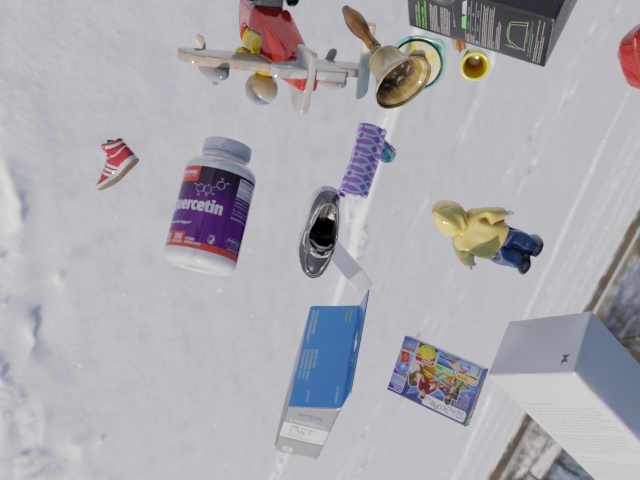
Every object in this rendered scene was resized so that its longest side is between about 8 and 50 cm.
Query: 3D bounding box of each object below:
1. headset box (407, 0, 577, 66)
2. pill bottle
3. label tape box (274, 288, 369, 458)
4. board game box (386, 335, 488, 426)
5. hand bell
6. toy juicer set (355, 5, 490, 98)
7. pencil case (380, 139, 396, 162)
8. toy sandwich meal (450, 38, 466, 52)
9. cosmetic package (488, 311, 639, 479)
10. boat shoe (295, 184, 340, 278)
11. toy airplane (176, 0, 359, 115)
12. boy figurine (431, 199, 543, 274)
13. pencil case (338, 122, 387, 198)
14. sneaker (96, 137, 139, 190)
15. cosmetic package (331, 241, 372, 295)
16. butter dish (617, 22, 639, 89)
[{"bbox_3d":[0.312,-0.475,1.219,0.246,0.283,0.131,-60,160,-15],"label":"headset box"},{"bbox_3d":[-0.265,-0.085,1.715,0.181,0.181,0.323,47,52,-70],"label":"pill bottle"},{"bbox_3d":[-0.002,0.269,1.430,0.334,0.105,0.241,106,-2,-51],"label":"label tape box"},{"bbox_3d":[0.263,0.315,1.574,0.035,0.201,0.136,11,98,-59],"label":"board game box"},{"bbox_3d":[0.105,-0.392,1.398,0.126,0.242,0.126,-24,152,-14],"label":"hand bell"},{"bbox_3d":[0.212,-0.442,1.595,0.089,0.328,0.209,-75,151,-55],"label":"toy juicer set"},{"bbox_3d":[0.194,-0.315,2.281,0.151,0.070,0.065,35,51,-53],"label":"pencil case"},{"bbox_3d":[0.330,-0.497,1.681,0.085,0.029,0.086,-13,90,-79],"label":"toy sandwich meal"},{"bbox_3d":[0.621,0.369,1.573,0.230,0.453,0.161,-17,-145,52],"label":"cosmetic package"},{"bbox_3d":[0.000,0.000,1.910,0.102,0.108,0.301,-97,-161,-54],"label":"boat shoe"},{"bbox_3d":[-0.105,-0.430,1.703,0.272,0.386,0.384,-61,178,42],"label":"toy airplane"},{"bbox_3d":[0.385,-0.009,1.676,0.092,0.285,0.177,-90,-156,-64],"label":"boy figurine"},{"bbox_3d":[0.108,-0.212,1.835,0.086,0.088,0.206,21,85,-45],"label":"pencil case"},{"bbox_3d":[-0.401,-0.148,1.325,0.118,0.067,0.042,-34,-179,29],"label":"sneaker"},{"bbox_3d":[0.069,0.063,2.208,0.060,0.239,0.099,-39,137,-1],"label":"cosmetic package"},{"bbox_3d":[0.664,-0.384,1.420,0.160,0.118,0.160,-38,118,-18],"label":"butter dish"}]
